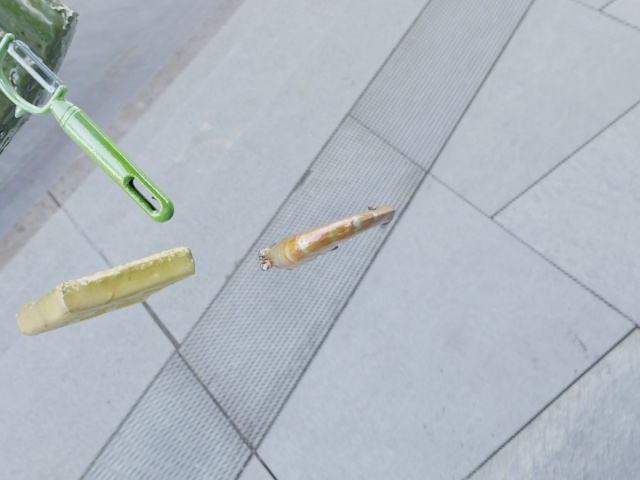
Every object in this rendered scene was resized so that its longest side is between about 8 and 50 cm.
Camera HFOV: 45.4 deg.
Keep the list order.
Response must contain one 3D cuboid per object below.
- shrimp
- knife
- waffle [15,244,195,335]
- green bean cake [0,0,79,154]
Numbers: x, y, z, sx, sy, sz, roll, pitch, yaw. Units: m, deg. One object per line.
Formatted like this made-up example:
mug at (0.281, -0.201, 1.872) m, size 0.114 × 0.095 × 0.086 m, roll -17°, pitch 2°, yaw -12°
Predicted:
shrimp at (0.000, 0.000, 0.546) m, size 0.091 × 0.025 × 0.127 m, roll -23°, pitch 2°, yaw -37°
knife at (-0.208, -0.087, 0.659) m, size 0.212 × 0.015 × 0.054 m, roll 44°, pitch 107°, yaw 3°
waffle at (-0.345, 0.085, 1.222) m, size 0.221 × 0.248 × 0.055 m, roll -19°, pitch 87°, yaw -38°
green bean cake at (-0.483, -0.222, 1.067) m, size 0.319 × 0.218 × 0.335 m, roll -55°, pitch 27°, yaw -2°
